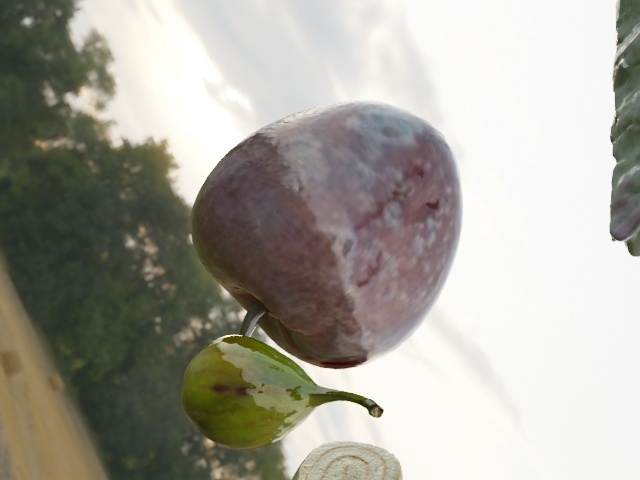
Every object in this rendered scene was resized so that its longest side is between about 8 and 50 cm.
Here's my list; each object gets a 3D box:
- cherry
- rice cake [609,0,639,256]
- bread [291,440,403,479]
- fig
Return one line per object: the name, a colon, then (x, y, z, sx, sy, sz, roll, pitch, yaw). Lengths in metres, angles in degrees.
cherry: (0.000, 0.000, 1.132, 0.213, 0.285, 0.236, 31, -8, 46)
rice cake: (0.169, -0.095, 0.436, 0.198, 0.037, 0.189, -44, -150, 54)
bread: (0.024, 0.281, 1.343, 0.149, 0.122, 0.073, -50, 146, -60)
fig: (-0.030, 0.133, 0.963, 0.166, 0.093, 0.093, 22, -32, 21)
